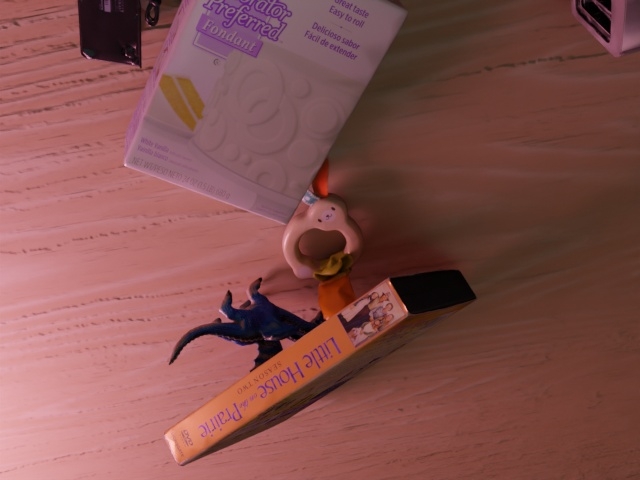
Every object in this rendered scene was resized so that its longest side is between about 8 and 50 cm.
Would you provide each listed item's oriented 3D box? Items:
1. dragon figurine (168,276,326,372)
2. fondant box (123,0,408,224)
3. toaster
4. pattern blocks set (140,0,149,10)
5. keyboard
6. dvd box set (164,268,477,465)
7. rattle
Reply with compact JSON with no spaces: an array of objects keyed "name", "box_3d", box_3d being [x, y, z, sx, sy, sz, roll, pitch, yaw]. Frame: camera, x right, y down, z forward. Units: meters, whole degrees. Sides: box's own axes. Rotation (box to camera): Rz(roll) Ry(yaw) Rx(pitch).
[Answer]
[{"name":"dragon figurine","box_3d":[-0.089,0.143,1.110,0.144,0.289,0.085,38,115,16]},{"name":"fondant box","box_3d":[-0.079,-0.207,0.932,0.238,0.096,0.330,20,116,-23]},{"name":"toaster","box_3d":[0.362,-0.316,0.829,0.110,0.185,0.168,-18,134,3]},{"name":"pattern blocks set","box_3d":[-0.204,-0.383,0.869,0.285,0.026,0.324,26,116,-21]},{"name":"keyboard","box_3d":[-0.241,-0.300,0.890,0.108,0.023,0.180,9,127,-1]},{"name":"dvd box set","box_3d":[0.010,0.182,1.089,0.420,0.308,0.062,-37,74,23]},{"name":"rattle","box_3d":[0.000,0.000,1.069,0.130,0.142,0.199,10,129,9]}]
